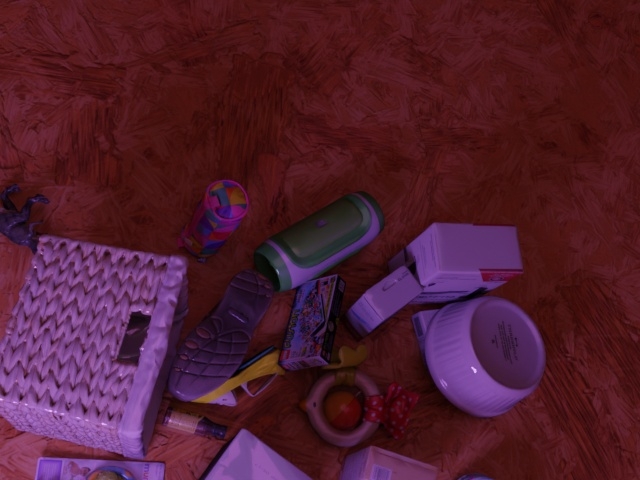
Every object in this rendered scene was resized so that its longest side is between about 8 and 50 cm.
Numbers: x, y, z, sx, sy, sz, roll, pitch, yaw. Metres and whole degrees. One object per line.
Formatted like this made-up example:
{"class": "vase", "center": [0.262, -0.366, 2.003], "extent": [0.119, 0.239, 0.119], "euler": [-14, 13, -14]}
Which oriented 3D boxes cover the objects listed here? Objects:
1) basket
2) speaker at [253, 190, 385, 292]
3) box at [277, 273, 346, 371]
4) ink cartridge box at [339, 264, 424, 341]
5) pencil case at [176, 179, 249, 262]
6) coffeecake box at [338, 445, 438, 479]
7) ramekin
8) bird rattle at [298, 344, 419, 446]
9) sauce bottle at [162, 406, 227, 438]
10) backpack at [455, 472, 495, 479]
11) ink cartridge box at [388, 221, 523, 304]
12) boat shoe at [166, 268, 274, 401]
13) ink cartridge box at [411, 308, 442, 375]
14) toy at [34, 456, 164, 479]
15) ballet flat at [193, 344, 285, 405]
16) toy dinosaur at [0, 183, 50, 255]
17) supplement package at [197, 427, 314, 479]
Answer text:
{"class": "basket", "center": [-0.407, 0.201, 1.372], "extent": [0.266, 0.331, 0.328], "euler": [13, 65, -4]}
{"class": "speaker", "center": [0.000, 0.000, 1.677], "extent": [0.296, 0.131, 0.131], "euler": [-30, 79, -25]}
{"class": "box", "center": [-0.017, 0.175, 1.586], "extent": [0.036, 0.114, 0.207], "euler": [47, 41, -35]}
{"class": "ink cartridge box", "center": [0.131, 0.140, 1.628], "extent": [0.127, 0.175, 0.072], "euler": [-33, 80, -25]}
{"class": "pencil case", "center": [-0.227, -0.040, 1.574], "extent": [0.104, 0.236, 0.104], "euler": [11, 62, -21]}
{"class": "coffeecake box", "center": [0.130, 0.472, 1.484], "extent": [0.142, 0.185, 0.068], "euler": [20, 64, -7]}
{"class": "ramekin", "center": [0.376, 0.246, 1.651], "extent": [0.273, 0.127, 0.272], "euler": [13, 60, -24]}
{"class": "bird rattle", "center": [0.071, 0.343, 1.584], "extent": [0.207, 0.143, 0.253], "euler": [-43, 97, -15]}
{"class": "sauce bottle", "center": [-0.252, 0.369, 1.499], "extent": [0.128, 0.042, 0.042], "euler": [19, 64, -11]}
{"class": "backpack", "center": [0.331, 0.577, 1.540], "extent": [0.152, 0.115, 0.182], "euler": [-5, 67, -15]}
{"class": "ink cartridge box", "center": [0.291, 0.058, 1.656], "extent": [0.197, 0.273, 0.114], "euler": [1, 72, -16]}
{"class": "boat shoe", "center": [-0.205, 0.203, 1.526], "extent": [0.123, 0.116, 0.324], "euler": [39, 53, -2]}
{"class": "ink cartridge box", "center": [0.306, 0.230, 1.727], "extent": [0.179, 0.045, 0.145], "euler": [0, 67, -34]}
{"class": "toy", "center": [-0.417, 0.481, 1.396], "extent": [0.237, 0.056, 0.137], "euler": [7, 68, -13]}
{"class": "ballet flat", "center": [-0.172, 0.296, 1.537], "extent": [0.231, 0.077, 0.077], "euler": [-24, 90, -25]}
{"class": "toy dinosaur", "center": [-0.641, -0.056, 1.554], "extent": [0.268, 0.064, 0.118], "euler": [28, 70, 0]}
{"class": "supplement package", "center": [-0.139, 0.495, 1.354], "extent": [0.199, 0.262, 0.198], "euler": [37, 64, 1]}
